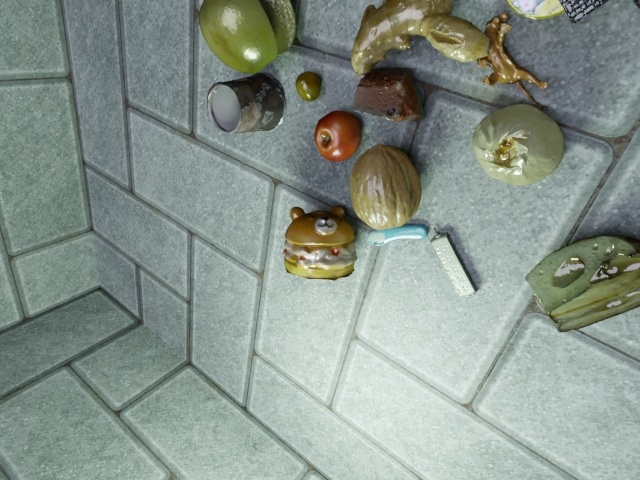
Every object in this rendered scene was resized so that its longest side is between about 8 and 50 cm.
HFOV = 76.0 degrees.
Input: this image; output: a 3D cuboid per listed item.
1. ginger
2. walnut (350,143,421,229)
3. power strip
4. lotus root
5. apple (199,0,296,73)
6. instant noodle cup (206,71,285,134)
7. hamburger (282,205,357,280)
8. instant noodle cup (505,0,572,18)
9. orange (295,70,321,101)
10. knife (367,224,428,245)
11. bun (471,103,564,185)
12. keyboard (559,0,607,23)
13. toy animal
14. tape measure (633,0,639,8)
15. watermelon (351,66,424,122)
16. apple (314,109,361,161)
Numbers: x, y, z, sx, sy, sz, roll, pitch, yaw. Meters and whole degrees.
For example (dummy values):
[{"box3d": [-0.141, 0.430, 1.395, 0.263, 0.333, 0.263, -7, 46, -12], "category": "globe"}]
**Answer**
[{"box3d": [0.223, -0.590, 1.004, 0.347, 0.122, 0.364, -2, 96, 25], "category": "ginger"}, {"box3d": [0.194, -0.161, 1.236, 0.224, 0.225, 0.261, 7, 119, 35], "category": "walnut"}, {"box3d": [0.417, 0.071, 1.299, 0.060, 0.027, 0.253, -27, 93, 42], "category": "power strip"}, {"box3d": [0.688, 0.097, 1.041, 0.210, 0.142, 0.314, 29, 132, -24], "category": "lotus root"}, {"box3d": [-0.220, -0.673, 1.276, 0.291, 0.292, 0.254, -15, 118, 41], "category": "apple"}, {"box3d": [-0.268, -0.480, 1.456, 0.217, 0.207, 0.218, 18, 121, 32], "category": "instant noodle cup"}, {"box3d": [0.000, 0.000, 1.450, 0.276, 0.276, 0.237, 10, 106, 34], "category": "hamburger"}, {"box3d": [0.493, -0.568, 0.865, 0.182, 0.144, 0.182, 16, 120, 30], "category": "instant noodle cup"}, {"box3d": [-0.040, -0.506, 1.350, 0.085, 0.085, 0.095, -3, 106, 39], "category": "orange"}, {"box3d": [0.257, -0.020, 1.381, 0.221, 0.031, 0.064, -7, 102, 36], "category": "knife"}, {"box3d": [0.489, -0.234, 1.035, 0.222, 0.127, 0.223, 16, 121, 29], "category": "bun"}, {"box3d": [0.463, -0.538, 0.789, 0.072, 0.023, 0.231, -30, 92, 44], "category": "keyboard"}, {"box3d": [0.464, -0.416, 1.005, 0.114, 0.116, 0.255, -30, 103, 36], "category": "toy animal"}, {"box3d": [0.691, -0.496, 0.792, 0.118, 0.074, 0.125, 39, 124, 24], "category": "tape measure"}, {"box3d": [0.176, -0.392, 1.120, 0.192, 0.256, 0.140, 18, 122, 23], "category": "watermelon"}, {"box3d": [0.054, -0.334, 1.318, 0.163, 0.139, 0.164, 17, 122, 29], "category": "apple"}]
